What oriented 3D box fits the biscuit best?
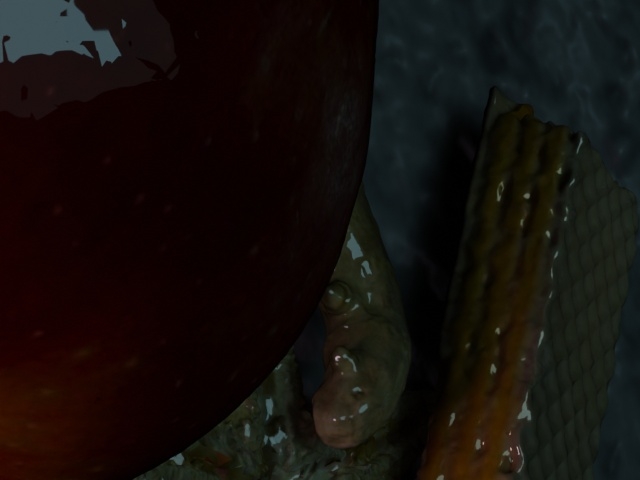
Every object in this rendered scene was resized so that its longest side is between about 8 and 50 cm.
[{"bbox_3d":[0.078,0.114,0.812,0.094,0.054,0.379,48,49,-50],"label":"biscuit"}]

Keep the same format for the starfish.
[{"bbox_3d":[-0.028,0.126,0.744,0.295,0.048,0.231,8,73,-50],"label":"starfish"}]

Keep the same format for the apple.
[{"bbox_3d":[-0.117,-0.070,0.583,0.288,0.288,0.317,39,51,-27],"label":"apple"}]

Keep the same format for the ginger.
[{"bbox_3d":[0.002,0.001,0.785,0.069,0.051,0.173,11,53,-61],"label":"ginger"}]
